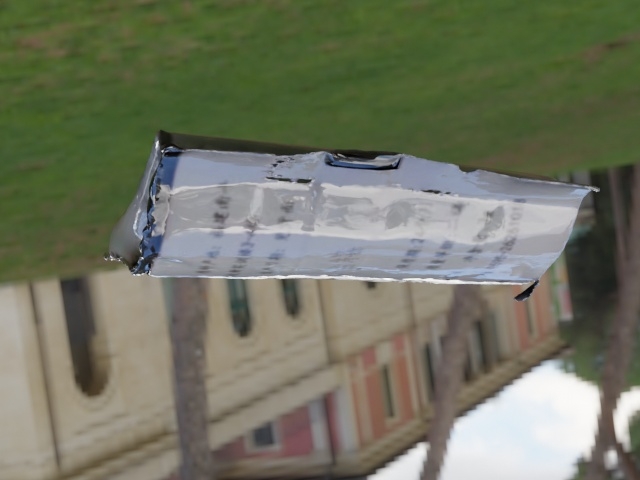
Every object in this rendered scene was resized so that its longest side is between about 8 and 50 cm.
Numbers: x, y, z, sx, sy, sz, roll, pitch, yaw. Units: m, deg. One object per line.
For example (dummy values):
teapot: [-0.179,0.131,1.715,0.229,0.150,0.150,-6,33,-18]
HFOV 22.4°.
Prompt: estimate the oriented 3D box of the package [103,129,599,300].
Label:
package: [0.000,0.000,0.817,0.203,0.062,0.251,4,168,-12]
